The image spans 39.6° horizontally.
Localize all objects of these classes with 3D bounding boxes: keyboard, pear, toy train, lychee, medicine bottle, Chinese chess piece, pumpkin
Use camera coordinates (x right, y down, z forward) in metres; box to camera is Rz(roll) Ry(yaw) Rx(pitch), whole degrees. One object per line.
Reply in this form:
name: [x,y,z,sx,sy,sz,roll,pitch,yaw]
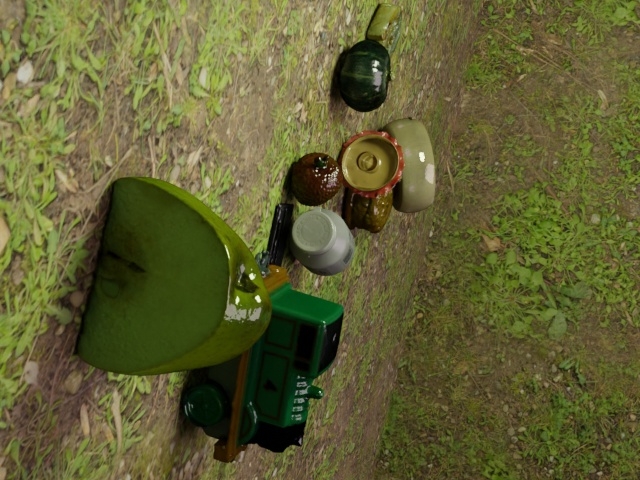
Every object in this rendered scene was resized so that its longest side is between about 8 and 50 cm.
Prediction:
keyboard: [-0.099,0.042,1.909,0.087,0.017,0.251,-8,110,-71]
pear: [-0.184,0.062,1.246,0.159,0.292,0.292,10,94,-64]
toy train: [-0.099,0.232,1.651,0.178,0.249,0.429,-31,133,-68]
lychee: [-0.010,-0.132,1.898,0.114,0.114,0.146,-61,176,-41]
medicine bottle: [0.000,0.000,1.971,0.215,0.135,0.135,52,54,-75]
Chinese chess piece: [0.244,-0.211,2.502,0.273,0.102,0.273,172,-90,-83]
pumpkin: [0.106,-0.378,2.051,0.167,0.125,0.167,-61,174,-10]

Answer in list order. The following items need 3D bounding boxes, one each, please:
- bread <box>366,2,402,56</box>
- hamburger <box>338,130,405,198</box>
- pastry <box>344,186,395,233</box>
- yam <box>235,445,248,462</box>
bread: [0.162,-0.520,2.228,0.117,0.064,0.156,74,32,-57]
hamburger: [0.133,-0.191,2.238,0.137,0.175,0.175,-5,108,-80]
pastry: [0.135,-0.110,2.408,0.189,0.103,0.189,14,90,-74]
yam: [-0.143,0.321,1.953,0.045,0.045,0.327,26,75,-42]
